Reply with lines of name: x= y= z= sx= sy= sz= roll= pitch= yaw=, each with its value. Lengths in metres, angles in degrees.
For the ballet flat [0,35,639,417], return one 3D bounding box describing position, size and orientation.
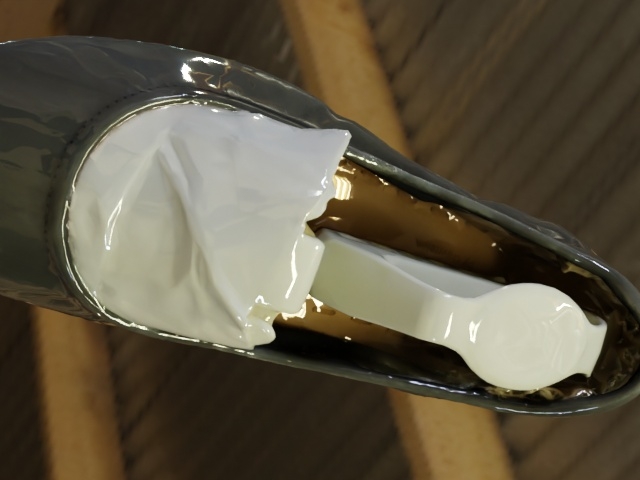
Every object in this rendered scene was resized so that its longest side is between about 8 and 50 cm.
ballet flat: x=0.000 y=0.000 z=0.575 sx=0.096 sy=0.280 sz=0.095 roll=27 pitch=-79 yaw=62
